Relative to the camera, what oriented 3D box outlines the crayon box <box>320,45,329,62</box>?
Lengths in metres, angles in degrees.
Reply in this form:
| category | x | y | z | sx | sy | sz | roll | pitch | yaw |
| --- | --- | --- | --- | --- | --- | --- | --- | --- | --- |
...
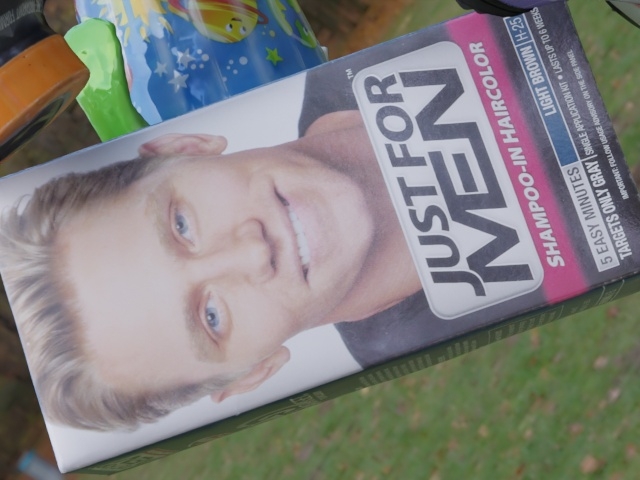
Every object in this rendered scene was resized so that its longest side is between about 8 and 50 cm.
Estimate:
| category | x | y | z | sx | sy | sz | roll | pitch | yaw |
| --- | --- | --- | --- | --- | --- | --- | --- | --- | --- |
| crayon box | -0.129 | -0.120 | 1.837 | 0.323 | 0.203 | 0.083 | -20 | 22 | -29 |

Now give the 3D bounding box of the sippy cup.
| category | x | y | z | sx | sy | sz | roll | pitch | yaw |
| --- | --- | --- | --- | --- | --- | --- | --- | --- | --- |
| sippy cup | -0.109 | -0.170 | 1.243 | 0.240 | 0.224 | 0.305 | -21 | 5 | -8 |

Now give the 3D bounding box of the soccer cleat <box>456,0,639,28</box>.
| category | x | y | z | sx | sy | sz | roll | pitch | yaw |
| --- | --- | --- | --- | --- | --- | --- | --- | --- | --- |
| soccer cleat | 0.158 | -0.173 | 0.735 | 0.116 | 0.318 | 0.108 | -21 | 72 | 44 |

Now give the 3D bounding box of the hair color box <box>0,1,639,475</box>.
| category | x | y | z | sx | sy | sz | roll | pitch | yaw |
| --- | --- | --- | --- | --- | --- | --- | --- | --- | --- |
| hair color box | 0.000 | 0.000 | 0.814 | 0.347 | 0.174 | 0.105 | -20 | -10 | 3 |

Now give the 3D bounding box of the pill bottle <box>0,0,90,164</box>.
| category | x | y | z | sx | sy | sz | roll | pitch | yaw |
| --- | --- | --- | --- | --- | --- | --- | --- | --- | --- |
| pill bottle | -0.229 | -0.147 | 0.722 | 0.130 | 0.245 | 0.130 | -41 | 4 | 3 |
